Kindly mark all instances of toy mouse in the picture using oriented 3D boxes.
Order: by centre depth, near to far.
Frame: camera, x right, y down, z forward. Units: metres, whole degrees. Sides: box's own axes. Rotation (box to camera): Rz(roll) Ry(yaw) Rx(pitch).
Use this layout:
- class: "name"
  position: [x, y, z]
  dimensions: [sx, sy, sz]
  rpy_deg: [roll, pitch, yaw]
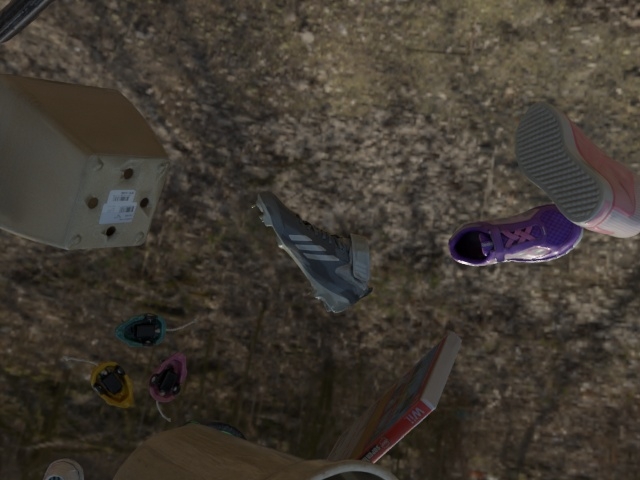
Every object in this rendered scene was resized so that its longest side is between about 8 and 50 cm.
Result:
- class: "toy mouse"
  position: [-0.205, 0.138, 0.927]
  dimensions: [0.031, 0.143, 0.161]
  rpy_deg: [9, 140, 54]

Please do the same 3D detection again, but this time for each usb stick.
- class: "usb stick"
  position: [-0.437, -0.373, 1.195]
  dimensions: [0.278, 0.077, 0.045]
  rpy_deg: [-12, 125, 46]

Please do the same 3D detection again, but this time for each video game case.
- class: "video game case"
  position: [0.089, 0.268, 1.136]
  dimensions: [0.025, 0.204, 0.285]
  rpy_deg: [41, 118, 2]

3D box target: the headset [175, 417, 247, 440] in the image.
- class: "headset"
  position: [-0.173, 0.515, 1.443]
  dimensions: [0.185, 0.243, 0.394]
  rpy_deg: [4, 127, 39]

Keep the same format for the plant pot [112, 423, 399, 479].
- class: "plant pot"
  position: [-0.102, 0.381, 0.965]
  dimensions: [0.305, 0.333, 0.334]
  rpy_deg: [14, 167, 46]

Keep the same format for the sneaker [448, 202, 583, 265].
- class: "sneaker"
  position: [0.316, -0.002, 1.304]
  dimensions: [0.236, 0.095, 0.104]
  rpy_deg: [-12, 177, 32]

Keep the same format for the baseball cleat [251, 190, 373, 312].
- class: "baseball cleat"
  position: [0.000, 0.000, 1.060]
  dimensions: [0.109, 0.072, 0.206]
  rpy_deg: [-32, 113, 5]

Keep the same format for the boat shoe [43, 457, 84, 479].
- class: "boat shoe"
  position: [-0.389, 0.434, 1.120]
  dimensions: [0.083, 0.226, 0.076]
  rpy_deg: [0, 178, -1]

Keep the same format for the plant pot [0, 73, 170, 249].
- class: "plant pot"
  position: [-0.175, -0.049, 0.572]
  dimensions: [0.096, 0.109, 0.109]
  rpy_deg: [32, -160, 31]

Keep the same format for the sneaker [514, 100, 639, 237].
- class: "sneaker"
  position: [0.199, -0.050, 0.588]
  dimensions: [0.070, 0.134, 0.051]
  rpy_deg: [17, 124, -27]
